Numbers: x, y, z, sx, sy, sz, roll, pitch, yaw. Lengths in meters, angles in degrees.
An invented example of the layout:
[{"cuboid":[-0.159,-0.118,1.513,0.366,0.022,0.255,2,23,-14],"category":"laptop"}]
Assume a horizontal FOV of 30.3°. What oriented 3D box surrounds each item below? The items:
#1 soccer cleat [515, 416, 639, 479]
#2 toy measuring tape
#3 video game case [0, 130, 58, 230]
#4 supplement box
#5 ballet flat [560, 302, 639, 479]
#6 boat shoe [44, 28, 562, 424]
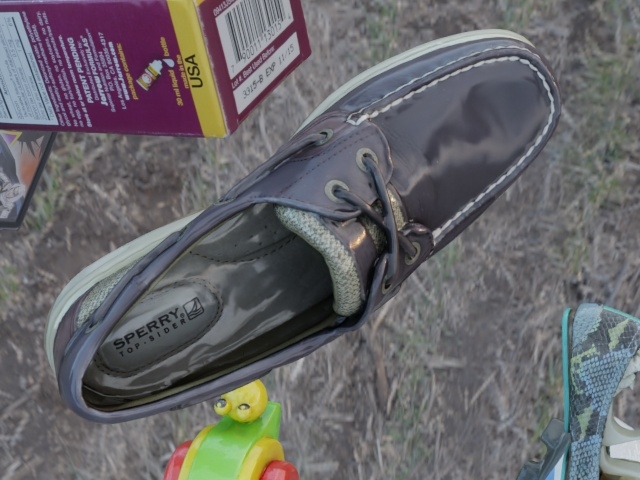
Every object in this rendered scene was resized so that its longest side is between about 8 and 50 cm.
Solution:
[{"cuboid":[0.198,0.312,1.041,0.143,0.116,0.331,30,93,18],"category":"soccer cleat"},{"cuboid":[-0.086,0.281,1.051,0.121,0.121,0.330,7,102,6],"category":"toy measuring tape"},{"cuboid":[-0.274,-0.137,0.894,0.035,0.248,0.275,29,103,25],"category":"video game case"},{"cuboid":[-0.053,-0.060,0.335,0.083,0.043,0.055,5,35,27],"category":"supplement box"},{"cuboid":[0.185,0.133,0.764,0.070,0.188,0.070,-2,20,1],"category":"ballet flat"},{"cuboid":[0.000,0.000,0.556,0.285,0.103,0.092,-30,20,-4],"category":"boat shoe"}]
